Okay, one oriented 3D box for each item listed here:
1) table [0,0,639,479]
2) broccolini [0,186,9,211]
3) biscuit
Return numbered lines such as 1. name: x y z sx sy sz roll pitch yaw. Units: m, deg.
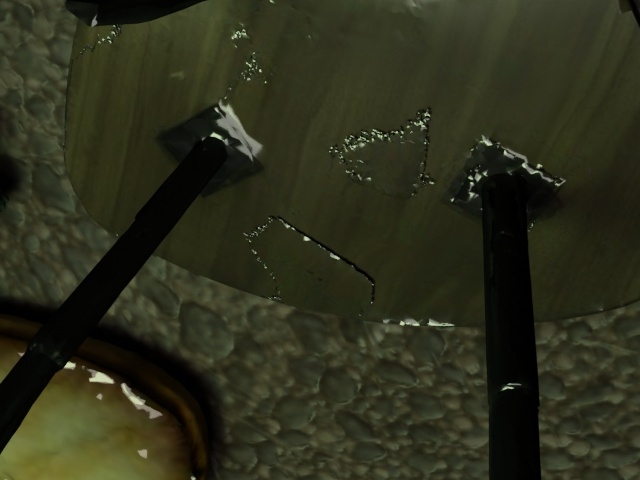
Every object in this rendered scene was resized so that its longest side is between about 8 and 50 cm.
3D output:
1. table: 0.000 0.000 0.551 0.317 0.249 0.317 10 125 14
2. broccolini: -0.231 -0.079 0.697 0.091 0.068 0.202 3 125 41
3. biscuit: -0.206 0.105 0.825 0.299 0.045 0.154 7 126 16
